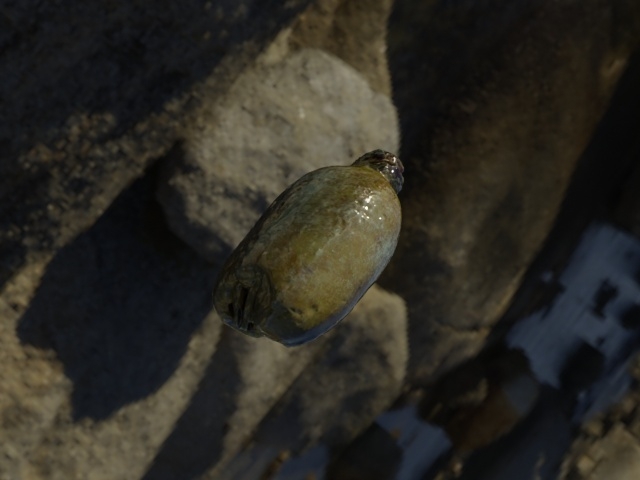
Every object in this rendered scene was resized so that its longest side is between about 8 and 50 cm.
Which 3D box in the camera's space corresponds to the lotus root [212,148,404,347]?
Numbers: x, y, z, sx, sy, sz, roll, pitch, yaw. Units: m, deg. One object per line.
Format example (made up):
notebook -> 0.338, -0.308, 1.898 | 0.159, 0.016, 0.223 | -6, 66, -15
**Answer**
lotus root -> 0.000, 0.000, 0.944 | 0.192, 0.113, 0.088 | -49, 125, -28
